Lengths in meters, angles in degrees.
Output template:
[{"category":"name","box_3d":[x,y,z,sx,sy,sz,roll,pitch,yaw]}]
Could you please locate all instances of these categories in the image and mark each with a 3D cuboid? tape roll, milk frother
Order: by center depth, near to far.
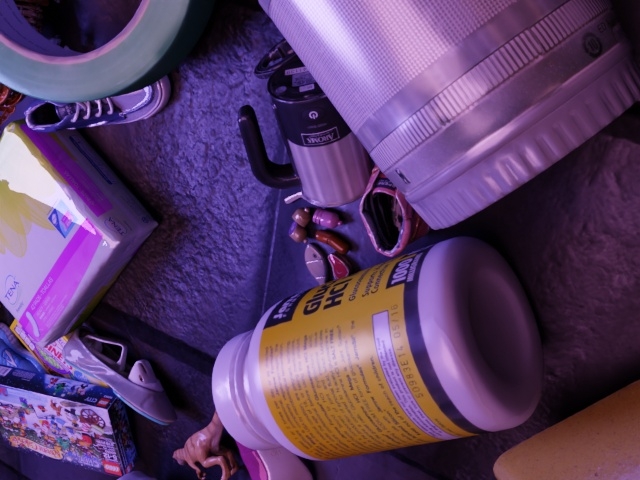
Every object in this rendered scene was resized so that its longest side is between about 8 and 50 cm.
[{"category":"milk frother","box_3d":[-0.009,-0.132,0.772,0.129,0.143,0.134,2,135,20]},{"category":"tape roll","box_3d":[-0.270,-0.313,0.797,0.321,0.077,0.321,3,106,11]}]

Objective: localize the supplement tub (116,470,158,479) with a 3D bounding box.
[{"category":"supplement tub","box_3d":[-0.199,0.504,1.081,0.316,0.228,0.228,26,122,20]}]

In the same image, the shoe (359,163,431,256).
[{"category":"shoe","box_3d":[0.082,-0.074,0.742,0.064,0.081,0.178,10,116,28]}]

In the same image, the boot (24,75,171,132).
[{"category":"boot","box_3d":[-0.278,-0.169,0.918,0.190,0.086,0.069,-9,106,34]}]

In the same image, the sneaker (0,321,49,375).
[{"category":"sneaker","box_3d":[-0.529,0.215,1.252,0.162,0.073,0.063,41,126,9]}]

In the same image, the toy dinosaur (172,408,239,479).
[{"category":"toy dinosaur","box_3d":[-0.163,0.295,1.069,0.112,0.064,0.211,45,126,9]}]

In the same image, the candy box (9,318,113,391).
[{"category":"candy box","box_3d":[-0.417,0.187,1.200,0.206,0.027,0.105,47,125,5]}]

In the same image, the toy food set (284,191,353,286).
[{"category":"toy food set","box_3d":[0.000,0.000,0.864,0.078,0.019,0.122,-20,100,36]}]

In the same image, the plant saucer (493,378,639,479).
[{"category":"plant saucer","box_3d":[0.378,0.272,0.652,0.333,0.081,0.332,-36,90,19]}]

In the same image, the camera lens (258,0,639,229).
[{"category":"camera lens","box_3d":[0.098,-0.176,0.599,0.219,0.219,0.274,-36,90,37]}]

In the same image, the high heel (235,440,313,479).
[{"category":"high heel","box_3d":[-0.080,0.297,1.029,0.117,0.082,0.244,32,147,55]}]

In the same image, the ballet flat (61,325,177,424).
[{"category":"ballet flat","box_3d":[-0.295,0.196,1.108,0.213,0.072,0.068,28,93,15]}]

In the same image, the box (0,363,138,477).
[{"category":"box","box_3d":[-0.419,0.292,1.196,0.233,0.044,0.159,8,124,16]}]

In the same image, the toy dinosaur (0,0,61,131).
[{"category":"toy dinosaur","box_3d":[-0.448,-0.230,0.939,0.218,0.164,0.322,29,85,9]}]

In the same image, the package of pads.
[{"category":"package of pads","box_3d":[-0.390,-0.013,1.048,0.229,0.101,0.296,48,127,4]}]

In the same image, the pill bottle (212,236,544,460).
[{"category":"pill bottle","box_3d":[0.046,0.130,0.788,0.334,0.188,0.188,-22,98,36]}]
